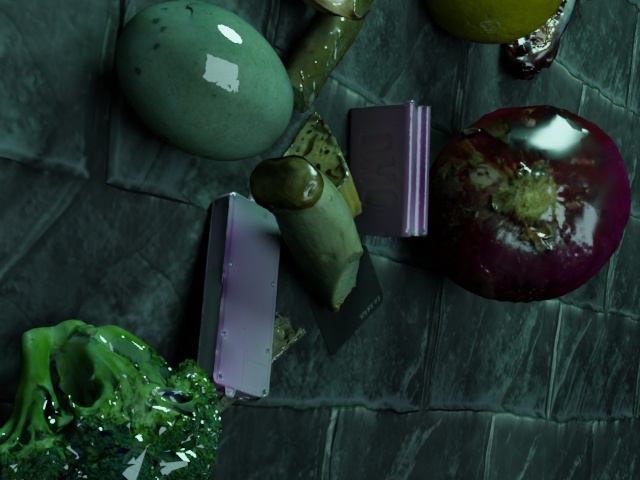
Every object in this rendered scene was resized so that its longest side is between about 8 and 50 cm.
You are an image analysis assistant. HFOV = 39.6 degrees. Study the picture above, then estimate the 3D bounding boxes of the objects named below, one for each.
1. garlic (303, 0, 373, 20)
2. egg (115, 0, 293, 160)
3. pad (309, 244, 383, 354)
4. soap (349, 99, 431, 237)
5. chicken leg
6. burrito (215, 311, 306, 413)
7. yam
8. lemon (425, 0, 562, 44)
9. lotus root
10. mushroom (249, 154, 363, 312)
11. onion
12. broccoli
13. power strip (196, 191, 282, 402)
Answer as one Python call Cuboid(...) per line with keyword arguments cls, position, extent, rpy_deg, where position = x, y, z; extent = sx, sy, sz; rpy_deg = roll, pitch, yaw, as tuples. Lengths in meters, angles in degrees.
Cuboid(cls="garlic", position=(0.005, -0.394, 1.234), extent=(0.115, 0.128, 0.207), rpy_deg=(-24, 108, -83))
Cuboid(cls="egg", position=(-0.133, -0.186, 1.043), extent=(0.236, 0.169, 0.169), rpy_deg=(34, 67, -47))
Cuboid(cls="pad", position=(0.044, 0.092, 1.394), extent=(0.157, 0.003, 0.112), rpy_deg=(-43, 124, -39))
Cuboid(cls="soap", position=(0.104, -0.106, 1.360), extent=(0.065, 0.122, 0.203), rpy_deg=(1, 91, -50))
Cuboid(cls="chicken leg", position=(0.477, -0.466, 1.795), extent=(0.407, 0.095, 0.158), rpy_deg=(-49, 131, -38))
Cuboid(cls="burrito", position=(-0.110, 0.171, 1.183), extent=(0.229, 0.058, 0.063), rpy_deg=(-40, 126, -37))
Cuboid(cls="yam", position=(0.024, -0.317, 1.296), extent=(0.317, 0.067, 0.071), rpy_deg=(-61, 158, -26))
Cuboid(cls="lemon", position=(0.308, -0.453, 1.502), extent=(0.240, 0.219, 0.241), rpy_deg=(-11, 105, -47))
Cuboid(cls="lotus root", position=(0.001, -0.083, 1.276), extent=(0.159, 0.095, 0.135), rpy_deg=(-103, 168, -52))
Cuboid(cls="mushroom", position=(0.003, 0.001, 1.206), extent=(0.087, 0.107, 0.333), rpy_deg=(-57, 146, -22))
Cuboid(cls="onion", position=(0.342, -0.057, 1.534), extent=(0.385, 0.347, 0.348), rpy_deg=(38, 58, -83))
Cuboid(cls="broccoli", position=(-0.232, 0.210, 0.941), extent=(0.294, 0.265, 0.245), rpy_deg=(15, 46, -55))
Cuboid(cls="power strip", position=(-0.102, 0.072, 1.148), extent=(0.109, 0.037, 0.279), rpy_deg=(30, 55, -47))
